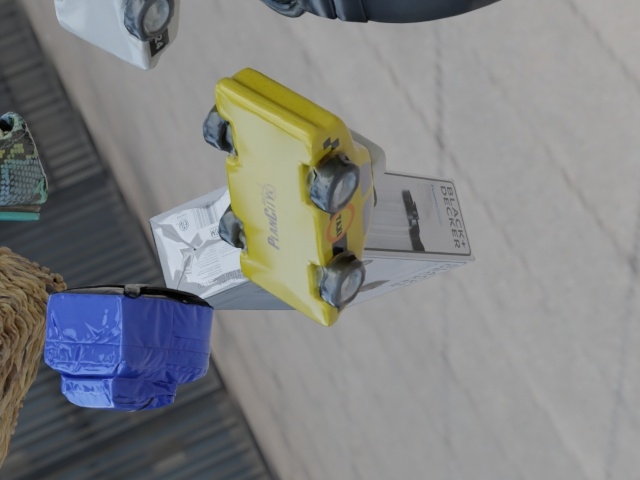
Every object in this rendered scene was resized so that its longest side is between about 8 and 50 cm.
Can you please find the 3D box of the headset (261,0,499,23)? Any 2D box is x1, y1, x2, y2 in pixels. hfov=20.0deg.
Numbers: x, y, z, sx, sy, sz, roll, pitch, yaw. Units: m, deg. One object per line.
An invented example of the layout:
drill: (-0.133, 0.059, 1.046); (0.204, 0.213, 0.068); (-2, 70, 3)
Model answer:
headset: (-0.003, -0.249, 1.202); (0.394, 0.243, 0.185); (16, 152, 21)

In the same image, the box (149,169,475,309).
box: (0.000, 0.000, 1.664); (0.290, 0.169, 0.087); (4, -112, -60)

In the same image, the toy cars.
toy cars: (-0.064, -0.121, 1.126); (0.393, 0.087, 0.176); (55, 150, -16)

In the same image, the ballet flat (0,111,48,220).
ballet flat: (-0.217, -0.036, 0.860); (0.070, 0.188, 0.070); (6, 98, 47)

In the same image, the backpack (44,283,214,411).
backpack: (-0.147, 0.083, 1.428); (0.098, 0.120, 0.101); (6, 92, 37)

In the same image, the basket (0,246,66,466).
basket: (-0.385, 0.144, 1.594); (0.223, 0.213, 0.299); (-59, -8, -74)
